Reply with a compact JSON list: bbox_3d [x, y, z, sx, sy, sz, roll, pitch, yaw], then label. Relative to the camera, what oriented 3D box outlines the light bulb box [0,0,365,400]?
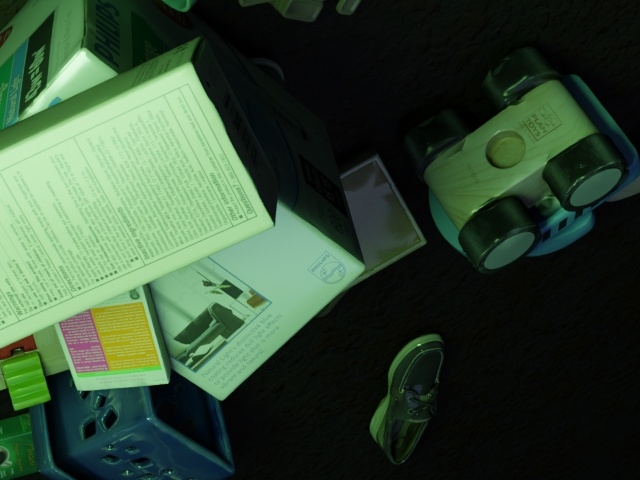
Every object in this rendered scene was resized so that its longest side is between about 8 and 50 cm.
[{"bbox_3d":[-0.177,-0.087,1.339,0.361,0.358,0.225,38,109,-26],"label":"light bulb box"}]

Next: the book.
[{"bbox_3d":[-0.206,0.078,1.211,0.096,0.035,0.144,-8,123,3],"label":"book"}]

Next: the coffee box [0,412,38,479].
[{"bbox_3d":[-0.505,0.325,1.910,0.184,0.040,0.113,-14,139,-16],"label":"coffee box"}]

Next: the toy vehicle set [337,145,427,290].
[{"bbox_3d":[0.000,0.000,1.808,0.266,0.035,0.166,-29,117,2],"label":"toy vehicle set"}]

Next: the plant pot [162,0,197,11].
[{"bbox_3d":[-0.130,-0.402,1.174,0.235,0.293,0.293,-41,141,-8],"label":"plant pot"}]

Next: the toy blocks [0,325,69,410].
[{"bbox_3d":[-0.431,0.062,1.591,0.381,0.191,0.261,-16,128,-14],"label":"toy blocks"}]

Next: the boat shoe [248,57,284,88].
[{"bbox_3d":[-0.164,-0.103,1.602,0.319,0.099,0.116,-37,140,10],"label":"boat shoe"}]

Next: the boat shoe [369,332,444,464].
[{"bbox_3d":[0.164,0.281,2.210,0.102,0.092,0.285,-3,135,-27],"label":"boat shoe"}]

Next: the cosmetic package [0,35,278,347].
[{"bbox_3d":[-0.206,-0.033,1.082,0.309,0.113,0.160,-22,110,9],"label":"cosmetic package"}]

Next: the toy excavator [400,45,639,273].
[{"bbox_3d":[0.383,-0.107,1.869,0.433,0.222,0.445,-36,154,8],"label":"toy excavator"}]

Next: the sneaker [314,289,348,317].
[{"bbox_3d":[0.011,0.047,1.892,0.071,0.066,0.188,8,128,-34],"label":"sneaker"}]

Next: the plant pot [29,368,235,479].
[{"bbox_3d":[-0.284,0.248,1.816,0.212,0.236,0.236,-29,141,11],"label":"plant pot"}]

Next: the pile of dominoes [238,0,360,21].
[{"bbox_3d":[0.015,-0.372,1.463,0.196,0.040,0.251,-1,130,-48],"label":"pile of dominoes"}]
